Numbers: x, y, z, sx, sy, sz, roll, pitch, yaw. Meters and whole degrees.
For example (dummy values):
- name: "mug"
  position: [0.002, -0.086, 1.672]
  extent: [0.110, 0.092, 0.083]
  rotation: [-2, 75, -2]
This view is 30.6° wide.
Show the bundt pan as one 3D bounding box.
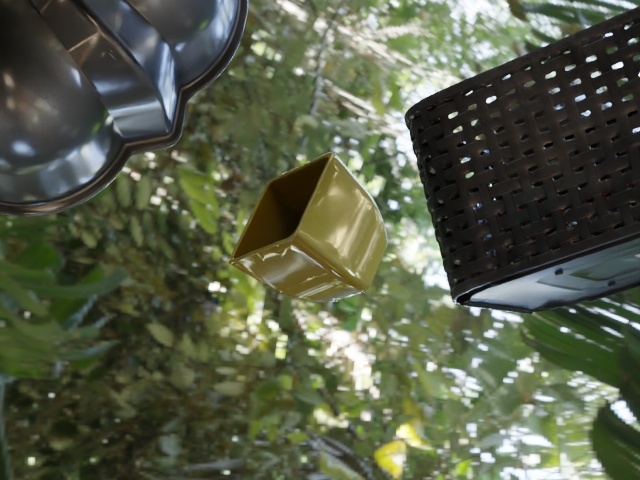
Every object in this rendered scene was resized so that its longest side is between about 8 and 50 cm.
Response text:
- name: "bundt pan"
  position: [-0.183, -0.168, 0.549]
  extent: [0.124, 0.331, 0.330]
  rotation: [176, -75, -79]

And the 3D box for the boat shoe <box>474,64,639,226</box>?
- name: "boat shoe"
  position: [0.163, -0.037, 0.674]
  extent: [0.080, 0.224, 0.073]
  rotation: [-44, -119, 18]

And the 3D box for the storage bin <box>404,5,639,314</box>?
- name: "storage bin"
  position: [0.141, -0.035, 0.476]
  extent: [0.180, 0.122, 0.084]
  rotation: [-22, -106, 27]

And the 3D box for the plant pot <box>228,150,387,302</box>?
- name: "plant pot"
  position: [0.000, 0.000, 0.851]
  extent: [0.081, 0.083, 0.081]
  rotation: [-20, -142, 48]
